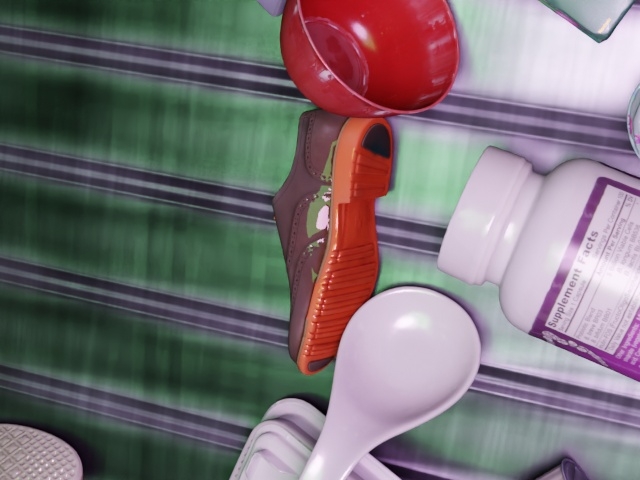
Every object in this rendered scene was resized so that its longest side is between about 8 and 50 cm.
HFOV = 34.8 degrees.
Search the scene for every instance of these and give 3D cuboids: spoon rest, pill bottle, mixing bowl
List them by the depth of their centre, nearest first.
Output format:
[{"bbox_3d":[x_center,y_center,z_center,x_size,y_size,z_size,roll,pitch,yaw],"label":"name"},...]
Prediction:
[{"bbox_3d":[0.264,0.027,0.905,0.302,0.169,0.169,24,107,13],"label":"pill bottle"},{"bbox_3d":[0.030,-0.184,0.955,0.098,0.181,0.181,-29,91,51],"label":"mixing bowl"},{"bbox_3d":[0.053,0.164,0.990,0.137,0.084,0.276,27,73,19],"label":"spoon rest"}]

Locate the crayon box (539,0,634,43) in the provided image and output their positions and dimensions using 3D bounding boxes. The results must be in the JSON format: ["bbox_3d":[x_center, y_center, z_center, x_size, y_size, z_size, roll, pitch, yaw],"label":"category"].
[{"bbox_3d":[0.263,-0.332,0.881,0.165,0.081,0.278,37,109,8],"label":"crayon box"}]

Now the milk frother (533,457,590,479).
[{"bbox_3d":[0.234,0.315,1.021,0.135,0.129,0.143,-37,131,21],"label":"milk frother"}]

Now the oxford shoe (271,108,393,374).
[{"bbox_3d":[0.000,0.000,1.038,0.098,0.097,0.271,17,99,32],"label":"oxford shoe"}]

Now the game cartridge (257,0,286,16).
[{"bbox_3d":[-0.124,-0.393,0.933,0.355,0.068,0.230,47,146,9],"label":"game cartridge"}]

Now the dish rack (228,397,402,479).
[{"bbox_3d":[0.002,0.357,1.048,0.333,0.072,0.285,34,109,30],"label":"dish rack"}]

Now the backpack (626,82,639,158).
[{"bbox_3d":[0.358,-0.114,0.877,0.182,0.115,0.151,-2,103,21],"label":"backpack"}]

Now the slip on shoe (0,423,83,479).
[{"bbox_3d":[-0.430,0.298,1.225,0.331,0.123,0.101,-10,129,15],"label":"slip on shoe"}]
